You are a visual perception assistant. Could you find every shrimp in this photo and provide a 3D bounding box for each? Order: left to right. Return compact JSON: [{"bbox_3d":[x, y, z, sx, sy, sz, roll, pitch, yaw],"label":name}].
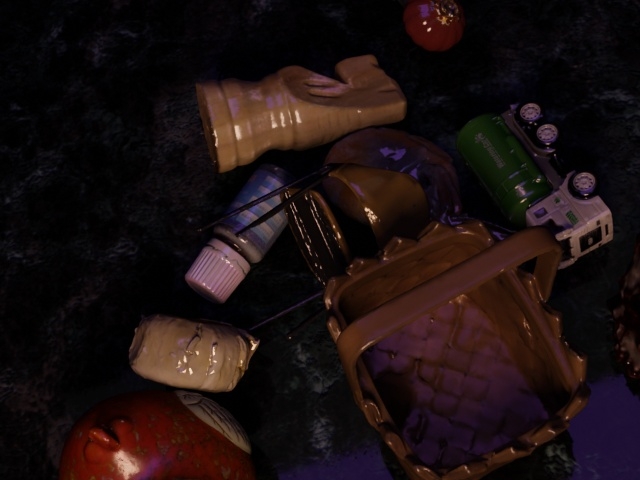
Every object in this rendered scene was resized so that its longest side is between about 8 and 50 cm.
[{"bbox_3d":[0.141,-0.068,1.305,0.317,0.077,0.168,27,68,26],"label":"shrimp"}]

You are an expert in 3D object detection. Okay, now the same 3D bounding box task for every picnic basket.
[{"bbox_3d":[0.148,0.118,1.066,0.254,0.321,0.291,-26,62,-7],"label":"picnic basket"}]

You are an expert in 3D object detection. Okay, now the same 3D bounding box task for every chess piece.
[{"bbox_3d":[-0.027,-0.195,1.394,0.301,0.137,0.137,-12,59,-10],"label":"chess piece"}]

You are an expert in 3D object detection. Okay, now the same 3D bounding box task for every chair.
[{"bbox_3d":[0.000,0.000,1.230,0.247,0.158,0.172,-31,15,-25],"label":"chair"}]

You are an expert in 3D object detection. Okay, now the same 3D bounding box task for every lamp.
[{"bbox_3d":[0.172,-0.336,1.432,0.101,0.090,0.101,9,70,-25],"label":"lamp"}]

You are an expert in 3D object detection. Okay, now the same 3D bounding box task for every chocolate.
[{"bbox_3d":[0.438,0.096,1.137,0.206,0.177,0.224,15,39,-29],"label":"chocolate"}]

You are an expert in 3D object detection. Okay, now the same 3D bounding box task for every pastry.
[{"bbox_3d":[-0.166,0.142,1.215,0.166,0.166,0.088,12,89,18],"label":"pastry"}]

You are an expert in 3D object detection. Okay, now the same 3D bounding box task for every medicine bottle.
[{"bbox_3d":[-0.106,-0.008,1.317,0.083,0.083,0.203,25,70,23],"label":"medicine bottle"}]

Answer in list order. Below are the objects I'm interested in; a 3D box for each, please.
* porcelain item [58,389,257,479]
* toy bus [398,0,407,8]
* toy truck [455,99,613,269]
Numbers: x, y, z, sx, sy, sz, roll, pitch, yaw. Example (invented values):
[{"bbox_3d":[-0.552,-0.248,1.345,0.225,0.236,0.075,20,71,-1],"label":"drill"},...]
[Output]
[{"bbox_3d":[-0.203,0.276,1.100,0.253,0.253,0.253,-5,61,9],"label":"porcelain item"},{"bbox_3d":[0.141,-0.394,1.500,0.046,0.038,0.083,-29,61,-8],"label":"toy bus"},{"bbox_3d":[0.284,-0.082,1.268,0.125,0.101,0.242,-30,58,0],"label":"toy truck"}]
